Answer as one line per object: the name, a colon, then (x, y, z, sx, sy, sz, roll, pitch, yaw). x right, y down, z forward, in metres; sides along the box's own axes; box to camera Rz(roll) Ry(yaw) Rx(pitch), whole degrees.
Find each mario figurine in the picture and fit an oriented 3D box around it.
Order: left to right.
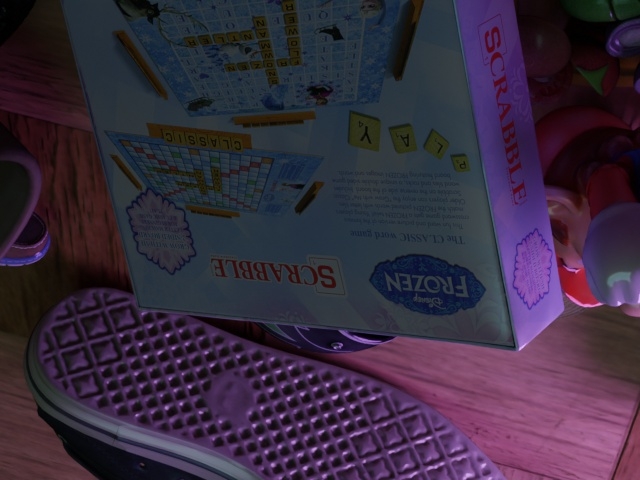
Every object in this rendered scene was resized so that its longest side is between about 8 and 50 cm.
mario figurine: (0.243, -0.004, 1.087, 0.198, 0.170, 0.320, 26, 165, -22)

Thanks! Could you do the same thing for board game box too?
board game box: (-0.019, -0.098, 1.065, 0.318, 0.066, 0.318, 5, 115, 38)

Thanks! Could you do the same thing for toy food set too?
toy food set: (0.173, -0.127, 1.089, 0.218, 0.071, 0.128, 2, 139, 23)

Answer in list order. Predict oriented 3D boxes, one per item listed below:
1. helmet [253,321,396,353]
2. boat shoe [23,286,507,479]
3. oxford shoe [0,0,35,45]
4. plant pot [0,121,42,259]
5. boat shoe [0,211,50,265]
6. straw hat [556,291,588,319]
helmet: (0.000, 0.000, 1.253, 0.169, 0.169, 0.161, 20, 126, 0)
boat shoe: (-0.035, 0.204, 1.519, 0.500, 0.187, 0.156, 25, 148, 2)
oxford shoe: (-0.255, -0.201, 1.205, 0.096, 0.083, 0.227, 44, 148, 10)
plant pot: (-0.422, -0.054, 1.265, 0.280, 0.323, 0.323, 47, 143, 9)
boat shoe: (-0.311, -0.039, 1.425, 0.183, 0.066, 0.066, 25, 142, -7)
straw hat: (0.148, 0.041, 1.320, 0.144, 0.061, 0.144, 13, 143, 10)
